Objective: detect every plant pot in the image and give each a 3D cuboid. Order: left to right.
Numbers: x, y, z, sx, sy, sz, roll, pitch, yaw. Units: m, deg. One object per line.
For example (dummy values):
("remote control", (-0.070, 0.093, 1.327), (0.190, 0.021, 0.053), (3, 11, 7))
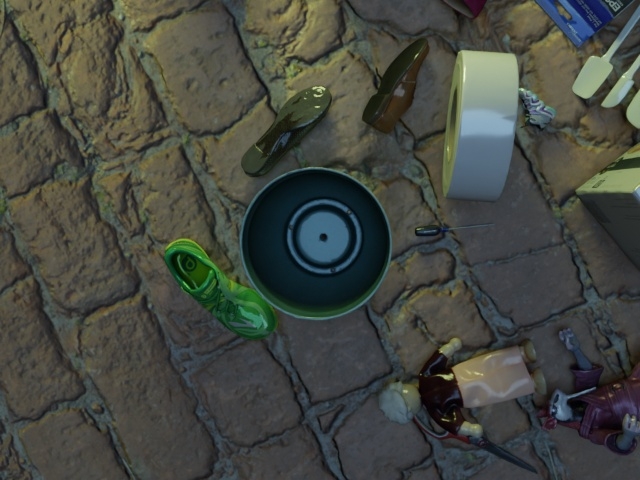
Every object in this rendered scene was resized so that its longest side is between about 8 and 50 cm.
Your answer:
("plant pot", (0.000, 0.000, 1.398), (0.293, 0.196, 0.293), (1, 95, 6))

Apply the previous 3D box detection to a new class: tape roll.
("tape roll", (0.299, -0.217, 1.310), (0.100, 0.286, 0.286), (5, 95, 6))

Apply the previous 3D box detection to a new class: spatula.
("spatula", (0.631, -0.364, 1.349), (0.168, 0.019, 0.242), (43, 111, 33))

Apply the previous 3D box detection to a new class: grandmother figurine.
("grandmother figurine", (0.288, 0.313, 1.433), (0.342, 0.104, 0.208), (-15, 53, 7))

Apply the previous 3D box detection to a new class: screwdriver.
("screwdriver", (0.286, -0.023, 1.457), (0.170, 0.024, 0.025), (-2, 65, 4))

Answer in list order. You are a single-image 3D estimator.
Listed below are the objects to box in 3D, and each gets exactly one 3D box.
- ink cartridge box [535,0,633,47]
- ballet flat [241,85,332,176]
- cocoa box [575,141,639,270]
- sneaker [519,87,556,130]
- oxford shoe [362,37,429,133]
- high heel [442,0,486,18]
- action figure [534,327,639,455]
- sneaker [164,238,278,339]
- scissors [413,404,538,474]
("ink cartridge box", (0.598, -0.561, 1.365), (0.333, 0.065, 0.165), (-43, 90, 8))
("ballet flat", (-0.070, -0.229, 1.463), (0.250, 0.058, 0.084), (-47, 67, 1))
("cocoa box", (0.671, -0.075, 1.251), (0.228, 0.347, 0.231), (-40, 89, 7))
("sneaker", (0.430, -0.264, 1.415), (0.098, 0.038, 0.069), (37, 96, 2))
("oxford shoe", (0.171, -0.322, 1.431), (0.076, 0.076, 0.212), (30, 95, -28))
("high heel", (0.162, -0.567, 1.368), (0.377, 0.127, 0.181), (10, 85, 1))
("action figure", (0.627, 0.326, 1.404), (0.370, 0.248, 0.275), (-19, 135, 19))
("sneaker", (-0.224, 0.115, 1.464), (0.295, 0.123, 0.109), (38, 96, 1))
("scissors", (0.330, 0.438, 1.491), (0.297, 0.021, 0.109), (43, 94, 0))
